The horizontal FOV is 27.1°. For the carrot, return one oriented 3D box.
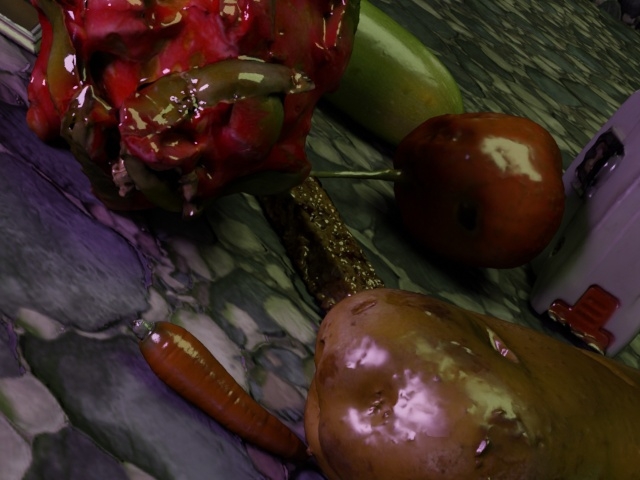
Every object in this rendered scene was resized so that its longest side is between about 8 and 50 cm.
[{"bbox_3d":[-0.061,0.095,0.819,0.142,0.035,0.035,41,21,-10],"label":"carrot"}]

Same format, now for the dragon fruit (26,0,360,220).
[{"bbox_3d":[-0.097,-0.144,0.968,0.231,0.237,0.302,19,45,5],"label":"dragon fruit"}]

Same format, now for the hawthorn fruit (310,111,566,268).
[{"bbox_3d":[0.093,-0.052,1.261,0.286,0.165,0.165,3,33,-15],"label":"hawthorn fruit"}]

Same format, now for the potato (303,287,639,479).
[{"bbox_3d":[0.139,0.136,0.867,0.369,0.195,0.176,16,64,-39],"label":"potato"}]

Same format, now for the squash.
[{"bbox_3d":[0.079,-0.168,1.440,0.187,0.123,0.123,36,22,-3],"label":"squash"}]

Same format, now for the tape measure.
[{"bbox_3d":[0.321,-0.036,1.380,0.130,0.258,0.265,33,15,-9],"label":"tape measure"}]

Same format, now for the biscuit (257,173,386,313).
[{"bbox_3d":[0.000,0.000,1.094,0.064,0.034,0.199,19,27,-39],"label":"biscuit"}]

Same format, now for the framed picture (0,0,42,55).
[{"bbox_3d":[-0.323,-0.260,1.146,0.252,0.014,0.197,34,22,-10],"label":"framed picture"}]
